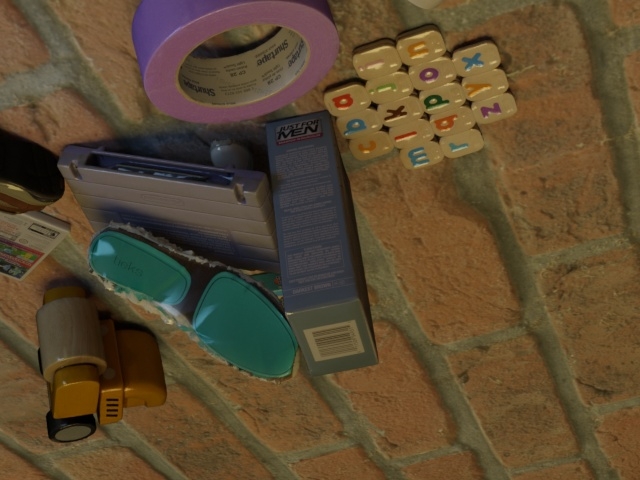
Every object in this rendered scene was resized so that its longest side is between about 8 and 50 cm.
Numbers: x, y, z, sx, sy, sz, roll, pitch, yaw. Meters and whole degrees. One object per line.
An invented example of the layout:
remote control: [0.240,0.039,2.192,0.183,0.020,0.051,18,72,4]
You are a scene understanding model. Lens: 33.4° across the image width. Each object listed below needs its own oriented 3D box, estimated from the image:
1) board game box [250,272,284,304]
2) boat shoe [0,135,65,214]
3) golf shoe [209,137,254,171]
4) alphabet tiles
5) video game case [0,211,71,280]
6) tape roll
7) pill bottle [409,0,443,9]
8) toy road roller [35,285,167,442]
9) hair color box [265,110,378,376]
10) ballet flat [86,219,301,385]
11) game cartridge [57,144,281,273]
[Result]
board game box: [-0.031,0.116,2.072,0.210,0.047,0.160,-10,142,6]
boat shoe: [-0.561,-0.120,1.660,0.324,0.123,0.120,30,134,-35]
golf shoe: [-0.137,-0.093,1.765,0.069,0.086,0.176,-10,140,10]
alphabet tiles: [0.159,-0.220,1.683,0.278,0.021,0.284,-17,141,14]
video game case: [-0.573,-0.011,1.876,0.201,0.023,0.183,24,133,-33]
tape roll: [-0.117,-0.274,1.469,0.274,0.090,0.275,-14,155,-7]
pill bottle: [0.196,-0.417,1.328,0.153,0.153,0.264,27,133,-34]
toy road roller: [-0.422,0.238,2.078,0.240,0.202,0.329,-7,149,-17]
hair color box: [0.000,0.000,1.660,0.113,0.374,0.185,-11,142,5]
ballet flat: [-0.188,0.087,1.727,0.409,0.147,0.147,31,142,13]
game cartridge: [-0.232,-0.049,1.747,0.355,0.068,0.230,9,150,18]
